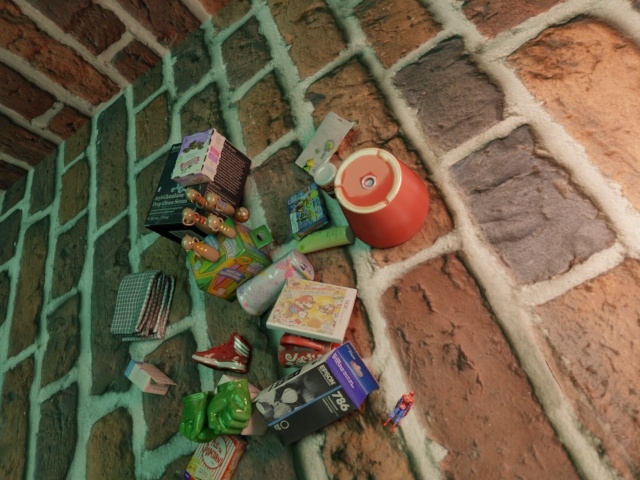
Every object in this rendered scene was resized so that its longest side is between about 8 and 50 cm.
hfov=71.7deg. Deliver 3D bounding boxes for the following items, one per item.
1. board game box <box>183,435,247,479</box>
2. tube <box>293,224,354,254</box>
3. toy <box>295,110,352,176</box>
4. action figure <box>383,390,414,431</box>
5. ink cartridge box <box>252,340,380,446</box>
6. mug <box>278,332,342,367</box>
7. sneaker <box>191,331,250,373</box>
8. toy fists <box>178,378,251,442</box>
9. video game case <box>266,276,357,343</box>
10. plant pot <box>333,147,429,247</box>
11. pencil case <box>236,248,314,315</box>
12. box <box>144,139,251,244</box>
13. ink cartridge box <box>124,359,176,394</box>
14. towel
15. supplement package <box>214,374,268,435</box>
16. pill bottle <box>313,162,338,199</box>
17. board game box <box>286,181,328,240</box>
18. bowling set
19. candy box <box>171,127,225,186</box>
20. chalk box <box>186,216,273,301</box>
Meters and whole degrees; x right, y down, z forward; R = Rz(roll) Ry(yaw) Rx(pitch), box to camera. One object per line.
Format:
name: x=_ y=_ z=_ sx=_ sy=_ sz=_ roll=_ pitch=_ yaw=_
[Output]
board game box: x=-0.331 y=0.687 z=1.390 sx=0.147 sy=0.045 sz=0.193 roll=18 pitch=78 yaw=38
tube: x=0.000 y=0.000 z=1.509 sx=0.240 sy=0.070 sz=0.062 roll=-12 pitch=106 yaw=35
toy: x=0.020 y=-0.355 z=1.671 sx=0.137 sy=0.056 sz=0.237 roll=42 pitch=98 yaw=36
action figure: x=0.212 y=0.446 z=1.166 sx=0.038 sy=0.030 sz=0.115 roll=32 pitch=82 yaw=34
ink cartridge box: x=-0.015 y=0.434 z=1.245 sx=0.333 sy=0.065 sz=0.165 roll=-35 pitch=91 yaw=14
mug: x=-0.035 y=0.331 z=1.314 sx=0.169 sy=0.150 sz=0.113 roll=-4 pitch=86 yaw=27
sneaker: x=-0.334 y=0.381 z=1.534 sx=0.221 sy=0.087 sz=0.128 roll=5 pitch=61 yaw=22
toy fists: x=-0.311 y=0.509 z=1.297 sx=0.279 sy=0.096 sz=0.142 roll=-27 pitch=63 yaw=27
video game case: x=-0.021 y=0.202 z=1.327 sx=0.227 sy=0.026 sz=0.206 roll=9 pitch=39 yaw=12
plant pot: x=0.170 y=-0.135 z=1.310 sx=0.275 sy=0.243 sz=0.274 roll=-6 pitch=74 yaw=20
pencil case: x=-0.152 y=0.144 z=1.500 sx=0.273 sy=0.124 sz=0.113 roll=-34 pitch=14 yaw=14
box: x=-0.501 y=-0.202 z=1.835 sx=0.294 sy=0.212 sz=0.395 roll=-3 pitch=65 yaw=33
ink cartridge box: x=-0.627 y=0.513 z=1.631 sx=0.181 sy=0.104 sz=0.061 roll=18 pitch=78 yaw=38
towel: x=-0.738 y=0.266 z=1.817 sx=0.235 sy=0.121 sz=0.283 roll=-8 pitch=63 yaw=31
supplement package: x=-0.241 y=0.511 z=1.379 sx=0.179 sy=0.105 sz=0.105 roll=22 pitch=82 yaw=38
pill bottle: x=0.049 y=-0.192 z=1.508 sx=0.086 sy=0.152 sz=0.086 roll=-14 pitch=61 yaw=27
board game box: x=-0.050 y=-0.107 z=1.580 sx=0.136 sy=0.035 sz=0.201 roll=-30 pitch=42 yaw=18
bowling set: x=-0.357 y=-0.091 z=1.494 sx=0.200 sy=0.154 sz=0.287 roll=-28 pitch=56 yaw=18
candy box: x=-0.464 y=-0.313 z=1.684 sx=0.165 sy=0.070 sz=0.196 roll=-5 pitch=64 yaw=30
chalk box: x=-0.303 y=0.052 z=1.600 sx=0.289 sy=0.179 sz=0.180 roll=-40 pitch=52 yaw=10
